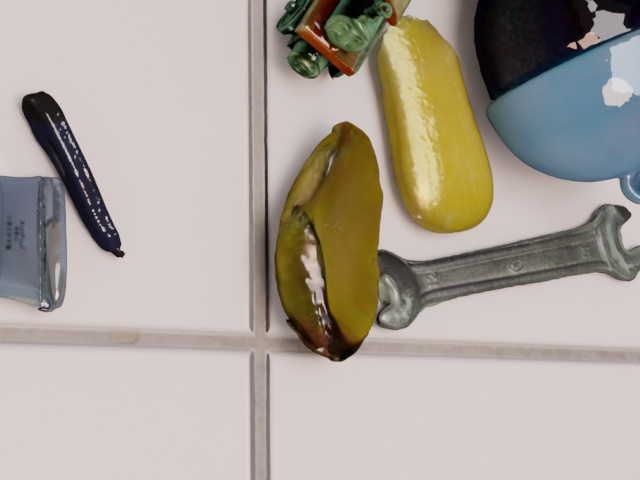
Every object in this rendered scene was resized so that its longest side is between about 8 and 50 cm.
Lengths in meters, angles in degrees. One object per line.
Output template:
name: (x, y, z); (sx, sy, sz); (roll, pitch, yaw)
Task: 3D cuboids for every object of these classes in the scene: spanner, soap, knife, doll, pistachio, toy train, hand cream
spanner: (0.153, 0.021, 1.015); (0.302, 0.017, 0.071); (-11, 88, -34)
soap: (0.088, -0.089, 0.982); (0.089, 0.033, 0.168); (-8, 86, -35)
knife: (-0.158, -0.040, 0.821); (0.018, 0.031, 0.121); (-30, 104, -33)
doll: (0.194, -0.172, 1.004); (0.177, 0.141, 0.314); (-22, 82, -2)
pistachio: (0.000, 0.000, 0.901); (0.090, 0.049, 0.172); (23, 65, -47)
toy train: (0.039, -0.194, 0.919); (0.074, 0.118, 0.176); (39, 61, -18)
hand cream: (-0.264, -0.011, 0.732); (0.256, 0.055, 0.088); (7, 70, -34)
